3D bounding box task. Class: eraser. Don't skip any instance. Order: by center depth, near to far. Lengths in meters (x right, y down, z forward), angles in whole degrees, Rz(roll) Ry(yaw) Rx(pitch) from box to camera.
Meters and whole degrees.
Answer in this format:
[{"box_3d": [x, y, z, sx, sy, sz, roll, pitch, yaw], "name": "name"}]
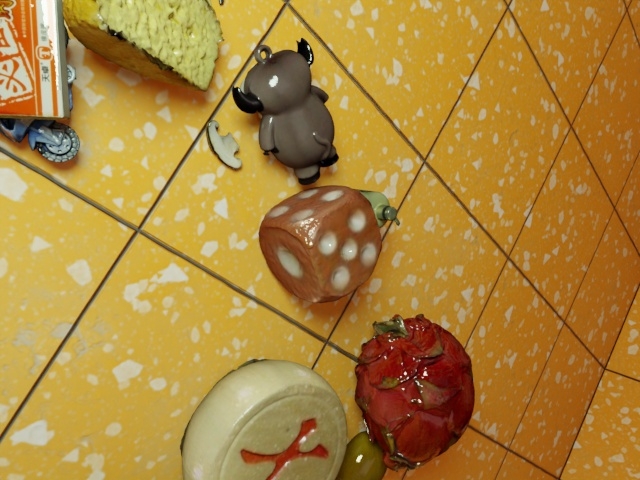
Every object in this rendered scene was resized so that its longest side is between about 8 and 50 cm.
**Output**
[{"box_3d": [-0.438, -0.232, 0.586, 0.230, 0.038, 0.157, -1, 99, -14], "name": "eraser"}]

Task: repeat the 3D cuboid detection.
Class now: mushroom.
[{"box_3d": [-0.173, -0.169, 0.863, 0.049, 0.019, 0.101, -43, 124, -21], "name": "mushroom"}]

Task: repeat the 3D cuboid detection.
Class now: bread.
[{"box_3d": [-0.261, -0.319, 0.677, 0.260, 0.147, 0.161, -2, 99, -71], "name": "bread"}]

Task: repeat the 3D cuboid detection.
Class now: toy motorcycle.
[{"box_3d": [-0.396, -0.209, 0.657, 0.114, 0.076, 0.205, -7, 103, -29], "name": "toy motorcycle"}]

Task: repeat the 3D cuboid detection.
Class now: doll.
[{"box_3d": [-0.052, -0.232, 0.879, 0.182, 0.117, 0.257, -47, 124, -22], "name": "doll"}]

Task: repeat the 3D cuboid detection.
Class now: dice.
[{"box_3d": [0.000, 0.000, 0.936, 0.179, 0.173, 0.175, -38, 119, -30], "name": "dice"}]

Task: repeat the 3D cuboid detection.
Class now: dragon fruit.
[{"box_3d": [0.212, 0.335, 1.098, 0.277, 0.277, 0.343, -14, 90, -34], "name": "dragon fruit"}]

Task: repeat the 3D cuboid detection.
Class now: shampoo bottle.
[{"box_3d": [0.093, -0.064, 0.993, 0.079, 0.162, 0.079, -8, 104, -35], "name": "shampoo bottle"}]

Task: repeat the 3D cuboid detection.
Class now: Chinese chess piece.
[{"box_3d": [-0.105, 0.405, 0.957, 0.338, 0.140, 0.338, -8, 103, -35], "name": "Chinese chess piece"}]

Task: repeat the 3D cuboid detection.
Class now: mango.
[{"box_3d": [0.085, 0.567, 1.165, 0.136, 0.099, 0.228, 32, 88, -44], "name": "mango"}]

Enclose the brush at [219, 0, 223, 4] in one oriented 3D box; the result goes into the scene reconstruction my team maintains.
[{"box_3d": [-0.166, -0.443, 0.818, 0.024, 0.008, 0.083, 1, 98, -40], "name": "brush"}]
